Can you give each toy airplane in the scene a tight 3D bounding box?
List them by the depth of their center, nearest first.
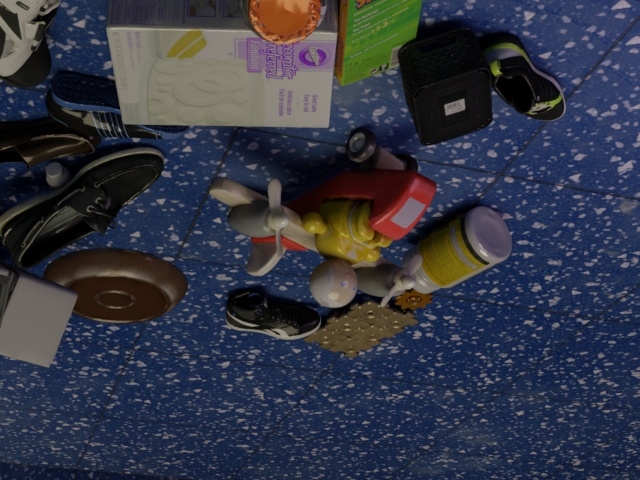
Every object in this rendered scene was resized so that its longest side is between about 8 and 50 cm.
[{"bbox_3d":[0.000,0.000,2.022,0.386,0.272,0.384,0,151,-2],"label":"toy airplane"}]

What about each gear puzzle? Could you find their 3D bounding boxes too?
[{"bbox_3d":[0.118,0.172,2.578,0.175,0.044,0.339,23,140,-33],"label":"gear puzzle"}]

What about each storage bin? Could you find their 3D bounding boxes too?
[{"bbox_3d":[0.197,-0.237,1.755,0.122,0.084,0.180,-18,155,2],"label":"storage bin"}]

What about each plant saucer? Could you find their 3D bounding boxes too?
[{"bbox_3d":[-0.444,0.111,2.445,0.311,0.050,0.310,-1,152,-1],"label":"plant saucer"}]

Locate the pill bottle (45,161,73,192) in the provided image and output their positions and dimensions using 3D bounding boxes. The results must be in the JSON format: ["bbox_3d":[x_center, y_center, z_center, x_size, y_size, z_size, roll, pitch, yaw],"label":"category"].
[{"bbox_3d":[-0.474,-0.108,2.052,0.043,0.043,0.083,-3,150,4],"label":"pill bottle"}]

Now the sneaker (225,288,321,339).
[{"bbox_3d":[-0.104,0.161,2.506,0.217,0.079,0.121,3,152,-3],"label":"sneaker"}]

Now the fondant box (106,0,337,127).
[{"bbox_3d":[-0.145,-0.277,1.704,0.330,0.096,0.238,0,151,-3],"label":"fondant box"}]

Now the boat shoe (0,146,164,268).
[{"bbox_3d":[-0.421,-0.050,2.018,0.340,0.113,0.127,-23,151,6],"label":"boat shoe"}]

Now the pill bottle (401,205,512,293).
[{"bbox_3d":[0.265,0.024,2.228,0.119,0.119,0.208,21,144,-33],"label":"pill bottle"}]

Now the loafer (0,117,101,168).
[{"bbox_3d":[-0.483,-0.156,1.929,0.220,0.078,0.080,-4,151,6],"label":"loafer"}]

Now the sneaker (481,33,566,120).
[{"bbox_3d":[0.318,-0.232,1.790,0.084,0.097,0.235,-20,145,31],"label":"sneaker"}]

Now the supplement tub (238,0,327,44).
[{"bbox_3d":[-0.052,-0.331,1.488,0.117,0.190,0.117,-3,118,-5],"label":"supplement tub"}]

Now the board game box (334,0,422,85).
[{"bbox_3d":[0.087,-0.330,1.631,0.124,0.039,0.259,-21,156,-14],"label":"board game box"}]

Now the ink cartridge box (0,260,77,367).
[{"bbox_3d":[-0.708,0.089,2.129,0.285,0.166,0.395,17,174,40],"label":"ink cartridge box"}]

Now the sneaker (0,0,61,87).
[{"bbox_3d":[-0.416,-0.329,1.575,0.146,0.122,0.330,-3,151,7],"label":"sneaker"}]

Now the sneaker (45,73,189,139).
[{"bbox_3d":[-0.334,-0.207,1.850,0.232,0.081,0.090,16,150,-14],"label":"sneaker"}]
